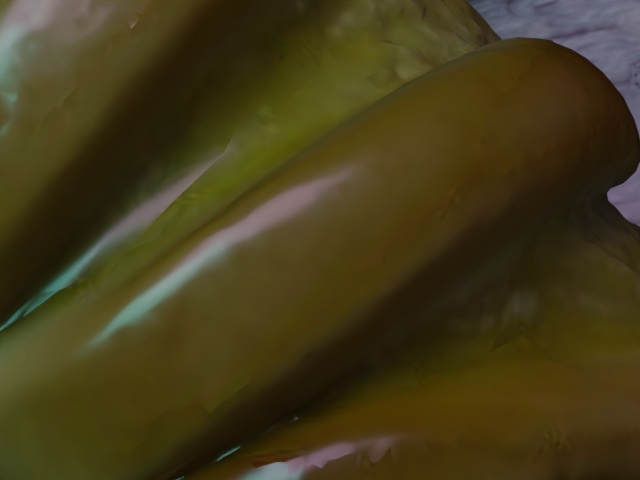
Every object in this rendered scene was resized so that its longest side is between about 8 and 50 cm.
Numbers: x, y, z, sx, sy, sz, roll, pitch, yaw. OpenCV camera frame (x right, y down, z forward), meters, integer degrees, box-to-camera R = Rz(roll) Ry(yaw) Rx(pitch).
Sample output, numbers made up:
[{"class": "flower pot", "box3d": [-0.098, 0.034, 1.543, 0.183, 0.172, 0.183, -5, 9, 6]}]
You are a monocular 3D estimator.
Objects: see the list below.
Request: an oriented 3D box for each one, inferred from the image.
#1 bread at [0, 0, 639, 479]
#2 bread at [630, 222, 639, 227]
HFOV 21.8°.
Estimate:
[{"class": "bread", "box3d": [0.000, 0.000, 0.513, 0.270, 0.315, 0.211, 35, 98, 6]}, {"class": "bread", "box3d": [0.062, 0.019, 0.734, 0.187, 0.065, 0.149, -22, 35, 1]}]
